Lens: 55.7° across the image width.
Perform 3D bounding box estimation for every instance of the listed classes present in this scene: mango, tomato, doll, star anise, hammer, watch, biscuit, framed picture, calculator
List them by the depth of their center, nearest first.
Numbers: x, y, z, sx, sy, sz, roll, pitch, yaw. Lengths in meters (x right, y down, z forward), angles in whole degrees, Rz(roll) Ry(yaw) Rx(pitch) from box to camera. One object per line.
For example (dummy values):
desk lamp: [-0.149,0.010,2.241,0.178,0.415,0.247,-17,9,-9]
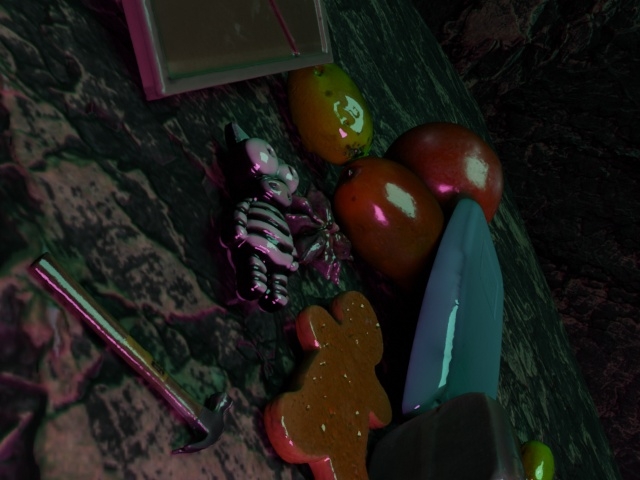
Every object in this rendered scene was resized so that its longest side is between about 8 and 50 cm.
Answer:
hammer: [-0.127,0.080,0.413,0.182,0.017,0.062,52,27,-23]
watch: [0.167,0.305,0.574,0.241,0.162,0.253,53,21,-9]
doll: [-0.059,-0.033,0.599,0.091,0.067,0.219,35,35,-42]
biscuit: [0.018,0.144,0.623,0.165,0.036,0.250,55,29,-22]
framed picture: [-0.111,-0.390,0.623,0.326,0.028,0.445,-32,117,-53]
star anise: [-0.005,0.000,0.688,0.124,0.056,0.129,61,24,-9]
calculator: [0.203,0.117,0.840,0.256,0.055,0.386,62,36,-37]
mango: [0.007,-0.182,0.848,0.178,0.100,0.119,62,-14,14]
mango: [0.117,-0.010,0.871,0.289,0.129,0.146,46,32,-52]
tomato: [0.200,-0.098,1.016,0.208,0.208,0.184,44,46,-38]
mango: [0.394,0.414,1.107,0.073,0.056,0.108,59,36,-3]
